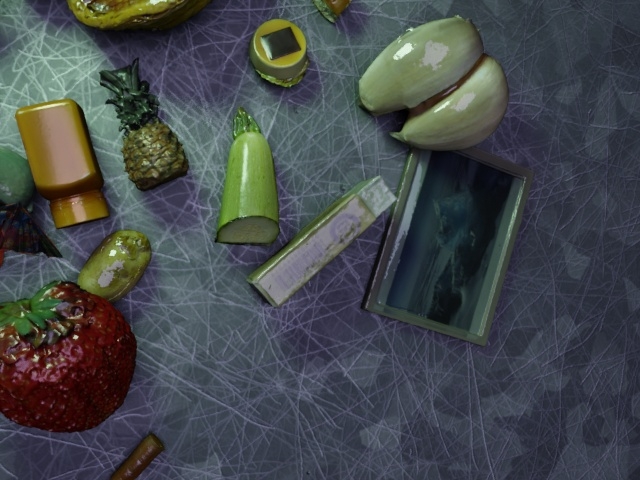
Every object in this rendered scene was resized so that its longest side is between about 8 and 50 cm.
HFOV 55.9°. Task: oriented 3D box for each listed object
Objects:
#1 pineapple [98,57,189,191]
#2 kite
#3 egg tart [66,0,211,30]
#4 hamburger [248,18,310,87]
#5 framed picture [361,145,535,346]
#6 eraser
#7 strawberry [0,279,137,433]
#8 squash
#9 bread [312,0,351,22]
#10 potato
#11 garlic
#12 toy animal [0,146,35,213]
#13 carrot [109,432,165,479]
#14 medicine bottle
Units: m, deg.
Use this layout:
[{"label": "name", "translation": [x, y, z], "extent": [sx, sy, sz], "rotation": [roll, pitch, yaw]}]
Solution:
[{"label": "pineapple", "translation": [-0.353, -0.226, 1.186], "extent": [0.128, 0.128, 0.248], "rotation": [-22, 92, -13]}, {"label": "kite", "translation": [-0.597, -0.009, 1.118], "extent": [0.241, 0.014, 0.183], "rotation": [7, 131, -35]}, {"label": "egg tart", "translation": [-0.322, -0.528, 1.155], "extent": [0.339, 0.153, 0.352], "rotation": [15, 72, 17]}, {"label": "hamburger", "translation": [-0.085, -0.393, 1.271], "extent": [0.126, 0.081, 0.141], "rotation": [-40, 88, -13]}, {"label": "framed picture", "translation": [0.307, -0.007, 1.406], "extent": [0.325, 0.028, 0.447], "rotation": [18, 86, -15]}, {"label": "eraser", "translation": [0.000, 0.000, 1.266], "extent": [0.343, 0.144, 0.078], "rotation": [-41, 98, -10]}, {"label": "strawberry", "translation": [-0.476, 0.230, 1.097], "extent": [0.250, 0.239, 0.289], "rotation": [-8, 118, 20]}, {"label": "squash", "translation": [-0.136, -0.132, 1.239], "extent": [0.137, 0.137, 0.288], "rotation": [6, 87, -15]}, {"label": "bread", "translation": [0.033, -0.528, 1.302], "extent": [0.070, 0.076, 0.083], "rotation": [41, 80, -8]}, {"label": "potato", "translation": [-0.406, 0.053, 1.194], "extent": [0.107, 0.080, 0.170], "rotation": [42, 82, 1]}, {"label": "garlic", "translation": [0.257, -0.342, 1.310], "extent": [0.313, 0.249, 0.286], "rotation": [-35, 128, -22]}, {"label": "toy animal", "translation": [-0.633, -0.127, 1.057], "extent": [0.125, 0.251, 0.127], "rotation": [-34, 58, 14]}, {"label": "carrot", "translation": [-0.379, 0.459, 1.225], "extent": [0.048, 0.048, 0.139], "rotation": [45, 83, -11]}, {"label": "medicine bottle", "translation": [-0.477, -0.140, 1.134], "extent": [0.111, 0.149, 0.222], "rotation": [-16, 95, -13]}]
